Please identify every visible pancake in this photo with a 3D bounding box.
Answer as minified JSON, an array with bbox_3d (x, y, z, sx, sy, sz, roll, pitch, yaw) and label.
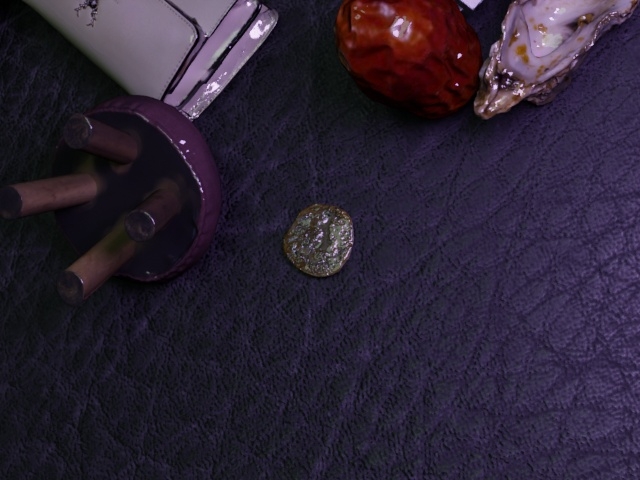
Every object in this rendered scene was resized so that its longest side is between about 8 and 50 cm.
[{"bbox_3d":[0.000,-0.001,1.821,0.108,0.017,0.108,-4,75,13],"label":"pancake"}]

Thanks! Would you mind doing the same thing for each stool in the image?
[{"bbox_3d":[-0.290,-0.056,1.797,0.272,0.178,0.272,6,105,25],"label":"stool"}]

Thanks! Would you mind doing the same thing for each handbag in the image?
[{"bbox_3d":[-0.274,-0.360,1.926,0.358,0.160,0.237,42,99,21],"label":"handbag"}]

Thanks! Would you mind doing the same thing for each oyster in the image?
[{"bbox_3d":[0.315,-0.283,1.744,0.166,0.110,0.341,31,81,1],"label":"oyster"}]

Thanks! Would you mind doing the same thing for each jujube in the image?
[{"bbox_3d":[0.119,-0.249,1.724,0.174,0.250,0.174,-7,70,19],"label":"jujube"}]

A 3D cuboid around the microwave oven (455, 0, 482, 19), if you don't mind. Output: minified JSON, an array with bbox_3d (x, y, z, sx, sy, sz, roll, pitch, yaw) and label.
[{"bbox_3d":[0.164,-0.421,1.791,0.208,0.122,0.162,38,88,-1],"label":"microwave oven"}]
